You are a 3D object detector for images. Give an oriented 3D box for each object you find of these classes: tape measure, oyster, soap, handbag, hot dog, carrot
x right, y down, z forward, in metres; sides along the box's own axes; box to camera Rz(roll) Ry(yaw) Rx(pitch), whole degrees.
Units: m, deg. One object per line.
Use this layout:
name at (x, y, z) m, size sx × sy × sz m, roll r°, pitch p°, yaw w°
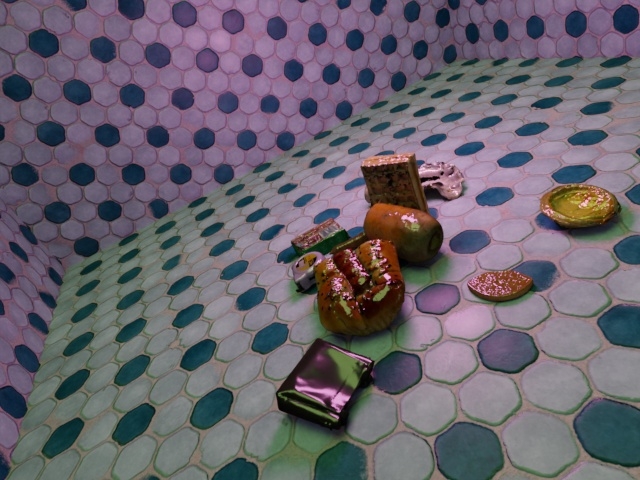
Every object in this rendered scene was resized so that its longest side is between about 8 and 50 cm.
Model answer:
tape measure at (-0.045, 0.142, 1.908) m, size 0.179 × 0.105 × 0.196 m, roll -27°, pitch 29°, yaw 9°
oyster at (0.590, -0.310, 2.157) m, size 0.352 × 0.114 × 0.237 m, roll -2°, pitch 46°, yaw 40°
soap at (-0.001, -0.002, 2.094) m, size 0.274 × 0.097 × 0.218 m, roll -30°, pitch 31°, yaw -10°
handbag at (0.021, 0.472, 1.340) m, size 0.257 × 0.113 × 0.285 m, roll 8°, pitch 36°, yaw 34°
hot dog at (0.146, 0.191, 1.579) m, size 0.368 × 0.196 × 0.365 m, roll -22°, pitch 44°, yaw 15°
carrot at (0.197, -0.006, 1.998) m, size 0.343 × 0.070 × 0.070 m, roll -22°, pitch 31°, yaw 6°
carrot at (0.358, -0.040, 1.770) m, size 0.224 × 0.224 × 0.341 m, roll -40°, pitch 42°, yaw -24°

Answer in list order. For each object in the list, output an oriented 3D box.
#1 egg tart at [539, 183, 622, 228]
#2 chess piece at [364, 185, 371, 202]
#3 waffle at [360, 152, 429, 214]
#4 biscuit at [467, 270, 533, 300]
egg tart at (1.015, -0.126, 1.596) m, size 0.279 × 0.094 × 0.278 m, roll -14°, pitch 37°, yaw 11°
chess piece at (0.379, -0.250, 2.195) m, size 0.252 × 0.144 × 0.144 m, roll 18°, pitch 50°, yaw 40°
waffle at (0.362, -0.228, 1.923) m, size 0.261 × 0.375 × 0.114 m, roll 4°, pitch 40°, yaw 36°
biscuit at (0.645, 0.163, 1.461) m, size 0.221 × 0.028 × 0.141 m, roll -9°, pitch 33°, yaw 23°
